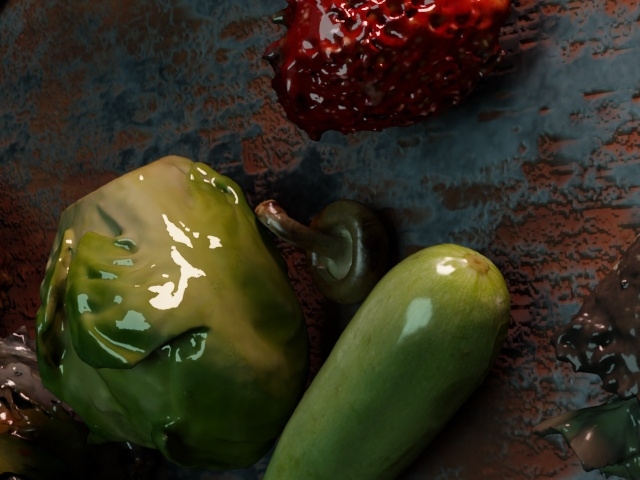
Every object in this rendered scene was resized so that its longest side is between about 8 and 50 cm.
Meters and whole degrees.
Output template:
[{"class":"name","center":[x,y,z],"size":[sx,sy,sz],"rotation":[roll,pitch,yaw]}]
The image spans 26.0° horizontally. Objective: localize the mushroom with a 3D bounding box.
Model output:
[{"class":"mushroom","center":[0.006,-0.005,1.225],"size":[0.129,0.073,0.088],"rotation":[36,130,2]}]

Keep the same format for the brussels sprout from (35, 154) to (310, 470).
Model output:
[{"class":"brussels sprout","center":[-0.142,0.074,1.256],"size":[0.259,0.227,0.294],"rotation":[-26,82,52]}]

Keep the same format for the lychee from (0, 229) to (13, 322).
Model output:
[{"class":"lychee","center":[-0.473,0.061,1.579],"size":[0.271,0.271,0.271],"rotation":[-1,89,43]}]

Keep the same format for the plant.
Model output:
[{"class":"plant","center":[0.240,0.089,0.967],"size":[0.142,0.131,0.203],"rotation":[44,108,34]}]

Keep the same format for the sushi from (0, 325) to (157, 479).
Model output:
[{"class":"sushi","center":[-0.336,0.228,1.334],"size":[0.417,0.417,0.176],"rotation":[40,109,36]}]

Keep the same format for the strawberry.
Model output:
[{"class":"strawberry","center":[0.055,-0.177,1.124],"size":[0.201,0.187,0.184],"rotation":[0,125,28]}]

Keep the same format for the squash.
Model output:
[{"class":"squash","center":[0.041,0.150,1.171],"size":[0.118,0.118,0.370],"rotation":[52,126,31]}]
